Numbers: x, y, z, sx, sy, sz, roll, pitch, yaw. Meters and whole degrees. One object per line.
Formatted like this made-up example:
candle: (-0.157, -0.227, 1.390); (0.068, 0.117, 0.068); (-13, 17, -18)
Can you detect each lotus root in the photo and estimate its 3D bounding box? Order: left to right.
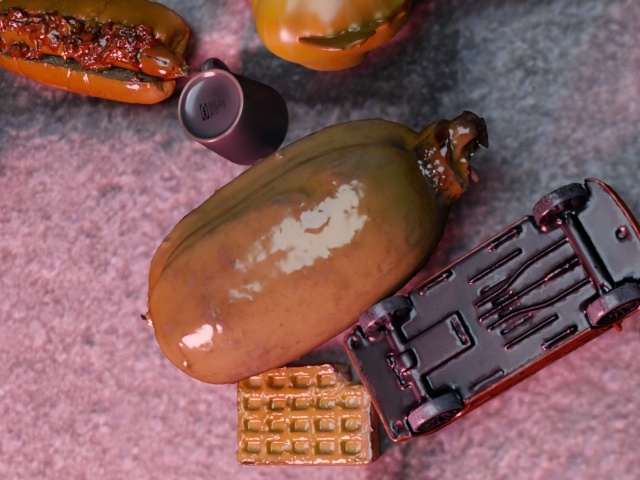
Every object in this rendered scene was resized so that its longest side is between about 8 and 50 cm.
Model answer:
lotus root: (0.000, 0.000, 1.269); (0.343, 0.151, 0.169); (-31, 29, 16)

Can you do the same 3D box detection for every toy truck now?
toy truck: (0.151, 0.058, 1.211); (0.253, 0.114, 0.107); (-33, 69, 19)

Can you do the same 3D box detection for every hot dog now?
hot dog: (-0.225, -0.191, 1.457); (0.249, 0.076, 0.102); (15, 84, 28)

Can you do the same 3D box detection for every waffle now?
waffle: (-0.012, 0.150, 1.324); (0.135, 0.021, 0.092); (-6, 78, 25)

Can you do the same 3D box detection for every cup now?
cup: (-0.085, -0.123, 1.376); (0.078, 0.077, 0.100); (-31, 69, 18)

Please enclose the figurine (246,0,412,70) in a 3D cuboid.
figurine: (-0.027, -0.224, 1.336); (0.246, 0.156, 0.131); (25, 58, 41)
